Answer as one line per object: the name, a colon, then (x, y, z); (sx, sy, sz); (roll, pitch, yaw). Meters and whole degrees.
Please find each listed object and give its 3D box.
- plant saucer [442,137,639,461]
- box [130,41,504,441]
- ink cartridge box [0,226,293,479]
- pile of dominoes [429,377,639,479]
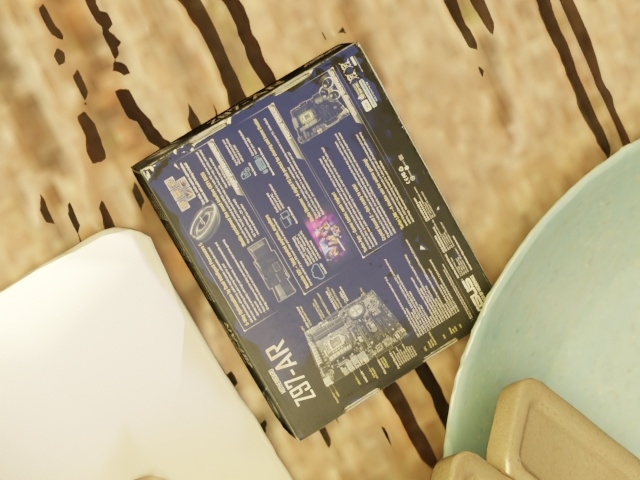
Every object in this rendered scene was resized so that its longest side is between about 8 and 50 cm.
plant saucer: (0.121, 0.058, 0.468); (0.195, 0.037, 0.195); (-1, 94, -14)
box: (0.000, 0.000, 0.442); (0.067, 0.018, 0.083); (-32, 101, -10)
ink cartridge box: (-0.135, 0.169, 0.369); (0.353, 0.119, 0.207); (-33, 102, -10)
pile of dominoes: (0.036, 0.161, 0.370); (0.251, 0.040, 0.196); (-41, 104, -45)
